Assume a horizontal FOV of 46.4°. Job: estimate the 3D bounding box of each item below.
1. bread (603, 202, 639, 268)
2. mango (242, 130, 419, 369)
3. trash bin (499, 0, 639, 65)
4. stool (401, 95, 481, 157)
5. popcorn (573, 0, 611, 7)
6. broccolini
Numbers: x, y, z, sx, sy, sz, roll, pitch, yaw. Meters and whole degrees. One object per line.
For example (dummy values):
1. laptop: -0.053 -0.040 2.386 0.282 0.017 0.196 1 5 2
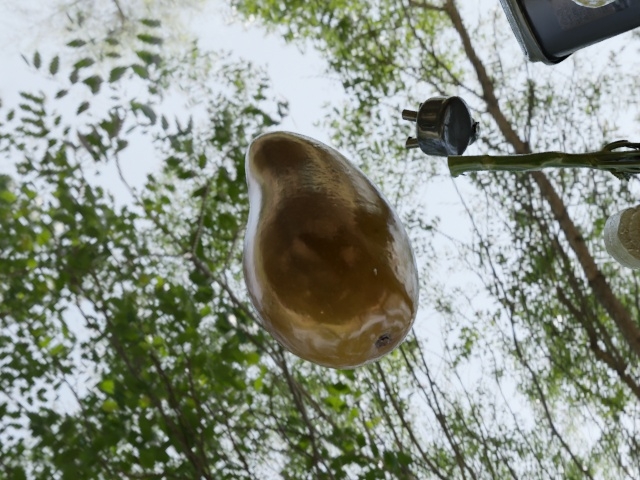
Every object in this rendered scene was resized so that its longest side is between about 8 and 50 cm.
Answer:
1. bread: 0.655 -0.009 1.497 0.148 0.141 0.134 -2 -95 9
2. mango: 0.000 0.000 0.452 0.102 0.085 0.184 3 -143 -20
3. trash bin: 0.406 -0.401 1.149 0.182 0.210 0.290 -39 -161 -34
4. stool: 0.308 -0.277 1.898 0.139 0.228 0.154 10 -104 42
5. popcorn: 0.298 -0.352 0.632 0.315 0.298 0.281 -19 -146 -36
6. broccolini: 0.413 -0.126 1.254 0.391 0.074 0.079 0 -147 18
